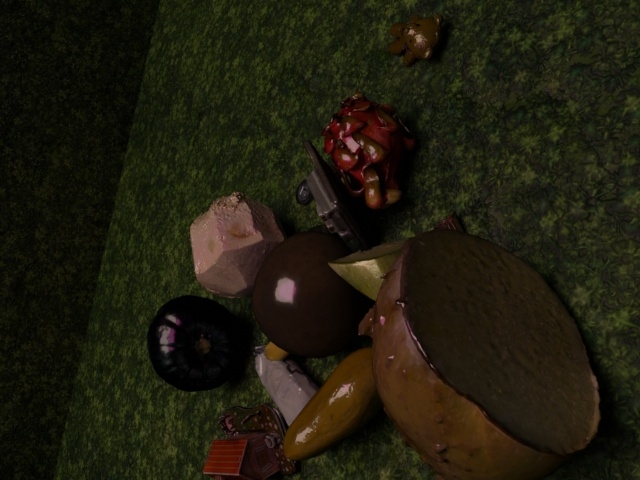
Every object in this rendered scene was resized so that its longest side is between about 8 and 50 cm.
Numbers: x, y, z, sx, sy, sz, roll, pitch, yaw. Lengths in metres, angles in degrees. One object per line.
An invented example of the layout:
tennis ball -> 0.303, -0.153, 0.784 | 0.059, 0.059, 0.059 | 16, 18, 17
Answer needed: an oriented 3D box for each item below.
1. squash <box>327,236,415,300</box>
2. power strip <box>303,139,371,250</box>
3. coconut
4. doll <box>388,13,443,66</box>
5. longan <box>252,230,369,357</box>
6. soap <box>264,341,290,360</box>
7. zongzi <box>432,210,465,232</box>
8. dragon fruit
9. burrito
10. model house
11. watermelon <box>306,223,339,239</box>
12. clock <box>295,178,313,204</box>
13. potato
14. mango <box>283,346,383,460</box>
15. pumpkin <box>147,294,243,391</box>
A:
squash -> 0.174, 0.089, 1.371 | 0.204, 0.237, 0.155 | 4, 112, 70
power strip -> 0.031, -0.098, 1.570 | 0.092, 0.257, 0.251 | -26, 49, 11
coconut -> -0.243, 0.032, 1.831 | 0.297, 0.297, 0.309 | -49, 44, 28
doll -> 0.238, -0.540, 1.602 | 0.209, 0.097, 0.137 | 22, 101, 57
longan -> -0.026, 0.138, 1.526 | 0.319, 0.319, 0.319 | -22, 61, 46
soap -> -0.098, 0.283, 1.689 | 0.089, 0.168, 0.033 | 19, 136, 41
zongzi -> 0.280, -0.020, 1.378 | 0.083, 0.073, 0.067 | -34, 71, 41
dragon fruit -> 0.115, -0.226, 1.543 | 0.227, 0.243, 0.307 | 95, -167, -63
burrito -> -0.088, 0.399, 1.658 | 0.445, 0.101, 0.139 | 43, 115, 49
model house -> -0.228, 0.583, 1.668 | 0.294, 0.154, 0.207 | -22, 87, 47
watermelon -> 0.000, 0.000, 1.692 | 0.105, 0.105, 0.133 | -49, 36, 28
clock -> -0.046, -0.150, 1.871 | 0.085, 0.017, 0.085 | -22, 60, 46
potato -> 0.242, 0.240, 1.092 | 0.442, 0.385, 0.319 | -98, 28, -44
mango -> 0.051, 0.381, 1.413 | 0.331, 0.195, 0.142 | -46, 80, 16
pumpkin -> -0.397, 0.325, 1.906 | 0.238, 0.315, 0.315 | -17, 64, 58
